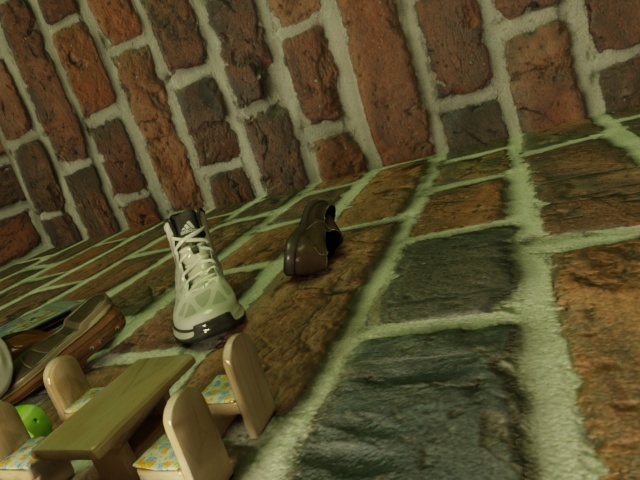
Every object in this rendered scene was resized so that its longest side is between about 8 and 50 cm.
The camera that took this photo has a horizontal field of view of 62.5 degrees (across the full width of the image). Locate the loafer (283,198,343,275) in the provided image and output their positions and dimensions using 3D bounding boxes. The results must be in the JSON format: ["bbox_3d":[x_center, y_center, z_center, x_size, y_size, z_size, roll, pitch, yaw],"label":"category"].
[{"bbox_3d":[0.000,0.000,1.464,0.130,0.134,0.366,9,30,9],"label":"loafer"}]

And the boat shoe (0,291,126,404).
[{"bbox_3d":[-0.562,0.256,1.162,0.110,0.104,0.307,13,49,46],"label":"boat shoe"}]

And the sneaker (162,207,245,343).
[{"bbox_3d":[-0.311,0.066,1.255,0.169,0.257,0.447,-20,15,-12],"label":"sneaker"}]

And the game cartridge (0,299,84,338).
[{"bbox_3d":[-0.872,0.263,1.591,0.198,0.062,0.297,2,23,41],"label":"game cartridge"}]

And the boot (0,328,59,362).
[{"bbox_3d":[-0.649,0.269,1.272,0.280,0.096,0.264,-9,4,-5],"label":"boot"}]

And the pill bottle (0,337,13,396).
[{"bbox_3d":[-0.792,0.303,1.040,0.318,0.176,0.176,-30,12,12],"label":"pill bottle"}]

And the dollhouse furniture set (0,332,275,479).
[{"bbox_3d":[-0.324,0.229,0.669,0.362,0.256,0.394,-10,16,24],"label":"dollhouse furniture set"}]

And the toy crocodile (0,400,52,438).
[{"bbox_3d":[-0.617,0.361,0.861,0.340,0.105,0.115,-24,16,-9],"label":"toy crocodile"}]
